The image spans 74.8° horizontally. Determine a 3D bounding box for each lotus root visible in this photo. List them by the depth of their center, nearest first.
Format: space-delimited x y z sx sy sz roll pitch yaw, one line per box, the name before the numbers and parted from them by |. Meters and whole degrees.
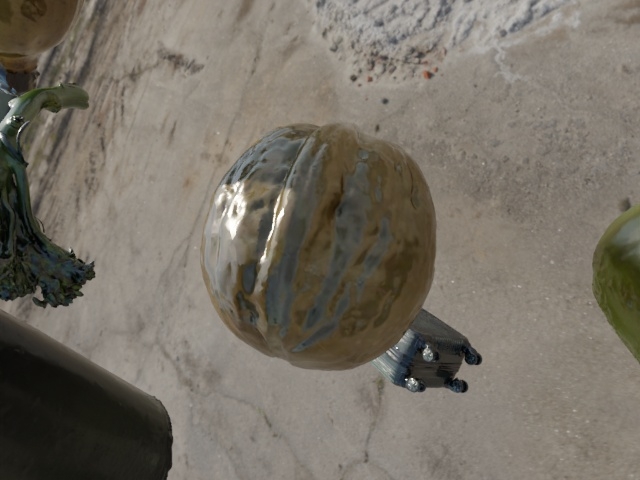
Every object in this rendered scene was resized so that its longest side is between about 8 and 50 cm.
lotus root | -0.388 -0.324 0.521 0.182 0.183 0.310 58 133 44

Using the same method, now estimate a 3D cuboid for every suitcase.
suitcase | 0.174 0.209 0.933 0.312 0.202 0.128 35 106 51

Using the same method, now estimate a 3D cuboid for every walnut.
walnut | 0.000 0.000 0.559 0.333 0.333 0.332 -22 59 41

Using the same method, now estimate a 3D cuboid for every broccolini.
broccolini | -0.225 -0.052 0.363 0.062 0.123 0.271 -11 45 -1

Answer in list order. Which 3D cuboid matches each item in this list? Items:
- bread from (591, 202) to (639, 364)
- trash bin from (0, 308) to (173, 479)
bread | 0.352 0.122 0.328 0.166 0.112 0.383 88 172 -46
trash bin | -0.314 0.178 0.390 0.203 0.301 0.252 -22 39 20
